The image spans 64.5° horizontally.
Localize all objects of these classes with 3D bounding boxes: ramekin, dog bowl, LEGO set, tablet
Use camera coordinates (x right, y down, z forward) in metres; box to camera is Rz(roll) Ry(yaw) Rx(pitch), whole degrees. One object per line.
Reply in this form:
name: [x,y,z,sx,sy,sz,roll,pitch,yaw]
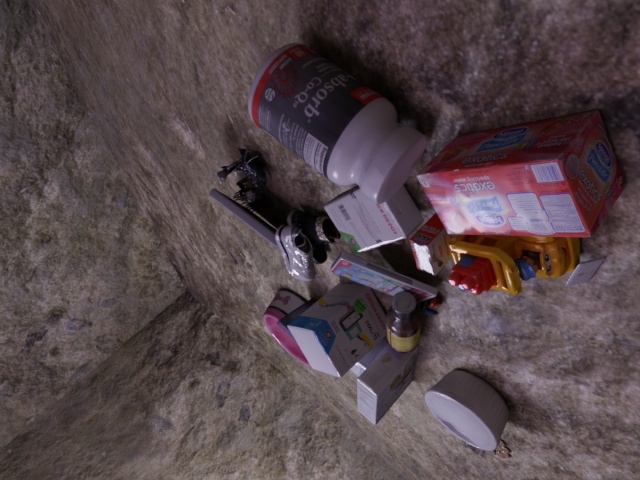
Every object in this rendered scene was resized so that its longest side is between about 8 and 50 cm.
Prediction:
ramekin: [0.489,0.548,1.671,0.272,0.127,0.273,36,153,22]
dog bowl: [-0.107,0.429,2.423,0.408,0.150,0.408,36,153,22]
LEGO set: [-0.198,-0.127,1.884,0.083,0.023,0.054,0,129,58]
tablet: [0.518,0.063,0.994,0.083,0.054,0.006,85,171,-53]

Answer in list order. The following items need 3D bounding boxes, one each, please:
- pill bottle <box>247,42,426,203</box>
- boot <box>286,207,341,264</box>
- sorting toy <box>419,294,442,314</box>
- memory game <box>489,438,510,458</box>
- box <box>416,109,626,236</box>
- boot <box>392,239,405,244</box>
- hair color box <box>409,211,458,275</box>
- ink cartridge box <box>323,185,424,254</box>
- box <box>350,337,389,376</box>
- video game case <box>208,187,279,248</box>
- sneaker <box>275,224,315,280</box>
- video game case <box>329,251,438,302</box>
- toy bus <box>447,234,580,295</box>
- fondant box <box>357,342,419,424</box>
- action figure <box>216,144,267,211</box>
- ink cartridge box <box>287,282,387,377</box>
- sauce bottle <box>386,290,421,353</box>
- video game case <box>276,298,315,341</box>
pill bottle: [0.035,-0.251,1.104,0.362,0.210,0.210,38,154,17]
boot: [-0.002,0.000,1.693,0.178,0.085,0.237,12,140,47]
sorting toy: [0.329,0.189,1.493,0.042,0.061,0.102,13,164,-8]
memory game: [0.622,0.744,1.888,0.186,0.012,0.186,37,154,22]
box: [0.344,-0.107,0.903,0.299,0.142,0.154,2,130,58]
boot: [0.179,-0.043,1.390,0.118,0.042,0.087,25,142,32]
hair color box: [0.274,-0.014,1.124,0.053,0.167,0.093,21,145,43]
ink cartridge box: [0.134,-0.070,1.306,0.219,0.092,0.160,-20,105,54]
box: [0.121,0.394,1.965,0.289,0.169,0.087,32,137,27]
video game case: [-0.221,-0.054,1.854,0.329,0.036,0.300,36,-179,19]
sneaker: [-0.064,0.049,1.674,0.094,0.090,0.235,1,134,35]
video game case: [0.176,0.114,1.475,0.285,0.025,0.204,22,164,-2]
toy bus: [0.364,0.036,1.007,0.220,0.211,0.150,14,138,48]
fondant box: [0.246,0.520,1.883,0.096,0.238,0.330,36,153,26]
action figure: [-0.258,-0.200,1.738,0.164,0.141,0.276,46,159,19]
ink cartridge box: [0.069,0.306,1.791,0.197,0.270,0.198,-5,118,59]
sauce bottle: [0.258,0.254,1.567,0.111,0.111,0.344,36,163,22]
video game case: [-0.038,0.355,2.104,0.196,0.274,0.026,41,116,13]
